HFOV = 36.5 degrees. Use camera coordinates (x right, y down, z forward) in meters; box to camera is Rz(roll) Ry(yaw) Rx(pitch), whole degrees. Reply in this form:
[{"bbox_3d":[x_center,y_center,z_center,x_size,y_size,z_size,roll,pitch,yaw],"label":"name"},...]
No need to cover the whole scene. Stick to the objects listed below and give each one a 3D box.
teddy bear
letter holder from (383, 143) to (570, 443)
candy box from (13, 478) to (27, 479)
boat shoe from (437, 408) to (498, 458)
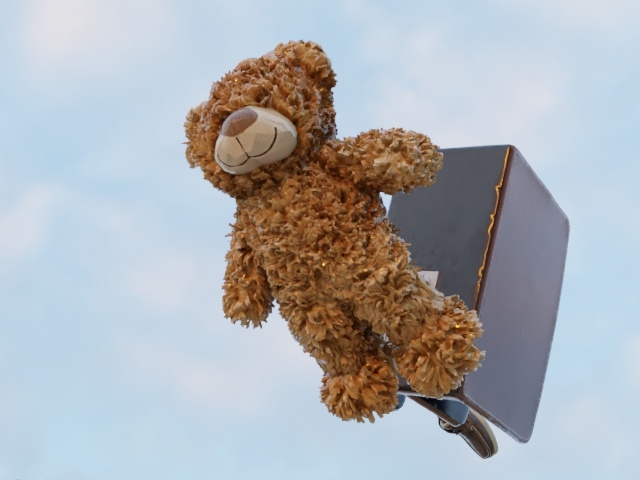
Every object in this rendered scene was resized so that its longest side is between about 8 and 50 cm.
[{"bbox_3d":[0.000,0.000,0.823,0.245,0.113,0.338,-7,-77,38],"label":"teddy bear"},{"bbox_3d":[0.179,0.069,1.167,0.152,0.302,0.214,0,-25,37],"label":"letter holder"},{"bbox_3d":[-0.332,0.405,1.213,0.164,0.070,0.196,16,-67,-26],"label":"candy box"},{"bbox_3d":[0.184,0.244,1.340,0.152,0.049,0.056,52,-34,5],"label":"boat shoe"}]
